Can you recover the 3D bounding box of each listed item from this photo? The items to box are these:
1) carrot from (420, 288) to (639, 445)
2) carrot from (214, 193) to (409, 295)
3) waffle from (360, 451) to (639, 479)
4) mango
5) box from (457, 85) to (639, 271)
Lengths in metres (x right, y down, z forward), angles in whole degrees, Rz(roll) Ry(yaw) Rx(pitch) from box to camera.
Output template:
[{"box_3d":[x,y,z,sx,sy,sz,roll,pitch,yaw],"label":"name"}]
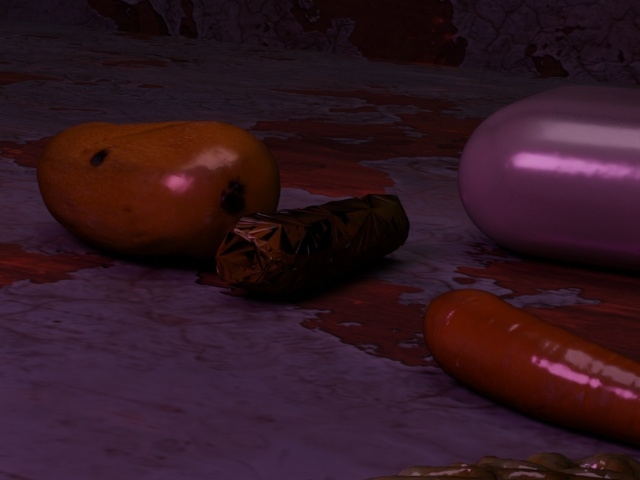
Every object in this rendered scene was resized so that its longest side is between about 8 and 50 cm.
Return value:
[{"box_3d":[0.153,0.083,0.831,0.271,0.066,0.062,20,64,45],"label":"carrot"},{"box_3d":[0.001,0.000,1.134,0.069,0.069,0.228,11,13,30],"label":"carrot"},{"box_3d":[0.135,0.130,0.603,0.214,0.054,0.207,0,8,-42],"label":"waffle"},{"box_3d":[-0.138,-0.042,1.191,0.157,0.109,0.262,-18,17,-36],"label":"mango"},{"box_3d":[0.309,-0.053,1.276,0.348,0.141,0.288,8,12,21],"label":"box"}]
